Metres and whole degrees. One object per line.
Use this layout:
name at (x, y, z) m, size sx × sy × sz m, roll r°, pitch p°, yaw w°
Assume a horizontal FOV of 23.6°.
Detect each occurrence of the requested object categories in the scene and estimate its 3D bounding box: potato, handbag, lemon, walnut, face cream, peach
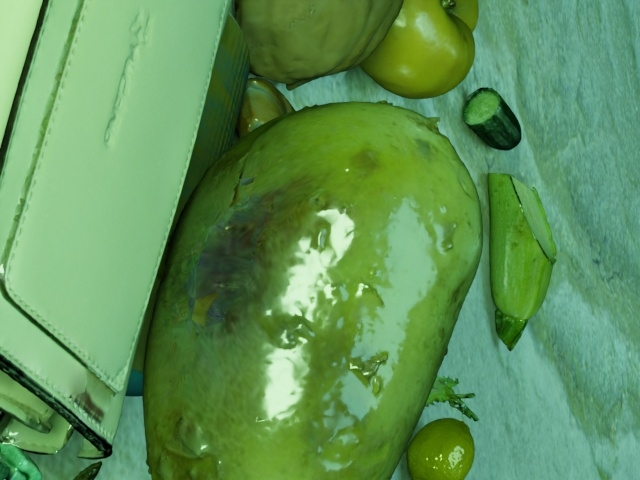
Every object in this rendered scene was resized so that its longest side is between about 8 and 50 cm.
potato at (-0.016, 0.054, 0.962) m, size 0.173 × 0.210 × 0.308 m, roll 37°, pitch 64°, yaw -48°
handbag at (-0.165, -0.077, 0.898) m, size 0.237 × 0.160 × 0.359 m, roll 50°, pitch 47°, yaw -56°
lemon at (0.116, 0.213, 1.497) m, size 0.092 × 0.065 × 0.065 m, roll -57°, pitch 139°, yaw -20°
walnut at (0.002, -0.232, 1.229) m, size 0.238 × 0.141 × 0.204 m, roll 44°, pitch 56°, yaw -49°
face cream at (-0.110, -0.024, 1.072) m, size 0.139 × 0.067 × 0.285 m, roll 70°, pitch 28°, yaw -64°
peach at (0.090, -0.216, 1.422) m, size 0.179 × 0.103 × 0.179 m, roll 3°, pitch 90°, yaw -66°

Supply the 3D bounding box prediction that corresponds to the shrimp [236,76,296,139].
shrimp at (0.000, 0.000, 1.197) m, size 0.152 × 0.063 × 0.287 m, roll 36°, pitch 29°, yaw -78°

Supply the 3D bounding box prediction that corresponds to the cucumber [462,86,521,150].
cucumber at (0.190, -0.125, 1.662) m, size 0.105 × 0.048 × 0.048 m, roll 40°, pitch 55°, yaw -56°

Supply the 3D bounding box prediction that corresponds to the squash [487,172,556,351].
squash at (0.224, 0.025, 1.687) m, size 0.090 × 0.075 × 0.200 m, roll -55°, pitch 144°, yaw -85°

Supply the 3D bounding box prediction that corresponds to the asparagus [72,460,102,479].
asparagus at (-0.187, 0.199, 0.994) m, size 0.016 × 0.016 × 0.163 m, roll 47°, pitch 43°, yaw -15°

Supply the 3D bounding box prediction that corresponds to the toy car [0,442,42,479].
toy car at (-0.271, 0.092, 0.730) m, size 0.141 × 0.097 × 0.321 m, roll -55°, pitch 140°, yaw -10°

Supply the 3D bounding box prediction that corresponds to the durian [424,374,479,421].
durian at (0.049, 0.114, 1.332) m, size 0.215 × 0.100 × 0.086 m, roll 32°, pitch 66°, yaw -41°
